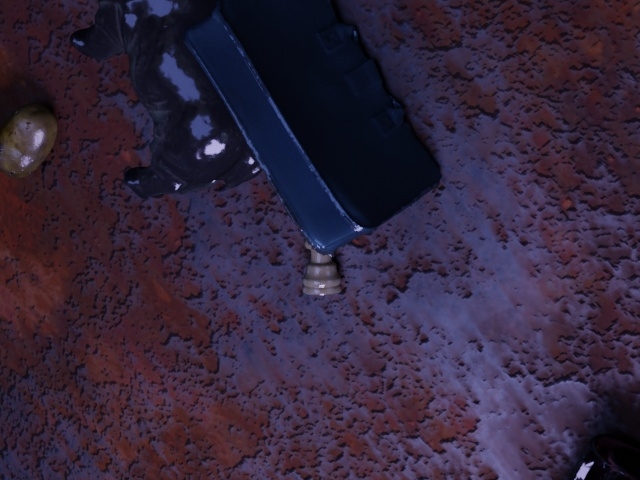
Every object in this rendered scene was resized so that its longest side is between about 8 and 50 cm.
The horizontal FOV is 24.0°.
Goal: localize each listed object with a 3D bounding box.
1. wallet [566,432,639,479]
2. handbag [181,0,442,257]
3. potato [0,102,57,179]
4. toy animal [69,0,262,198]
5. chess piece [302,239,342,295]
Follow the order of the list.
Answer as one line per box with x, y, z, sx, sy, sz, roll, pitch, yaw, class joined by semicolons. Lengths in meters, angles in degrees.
0.293;0.307;1.233;0.262;0.071;0.221;28;115;11;wallet
0.001;-0.111;1.224;0.057;0.144;0.221;-33;89;48;handbag
-0.282;-0.096;1.438;0.051;0.040;0.083;36;115;-11;potato
-0.132;-0.206;1.291;0.168;0.106;0.343;-4;99;30;toy animal
0.000;0.000;1.320;0.035;0.035;0.092;4;102;27;chess piece
